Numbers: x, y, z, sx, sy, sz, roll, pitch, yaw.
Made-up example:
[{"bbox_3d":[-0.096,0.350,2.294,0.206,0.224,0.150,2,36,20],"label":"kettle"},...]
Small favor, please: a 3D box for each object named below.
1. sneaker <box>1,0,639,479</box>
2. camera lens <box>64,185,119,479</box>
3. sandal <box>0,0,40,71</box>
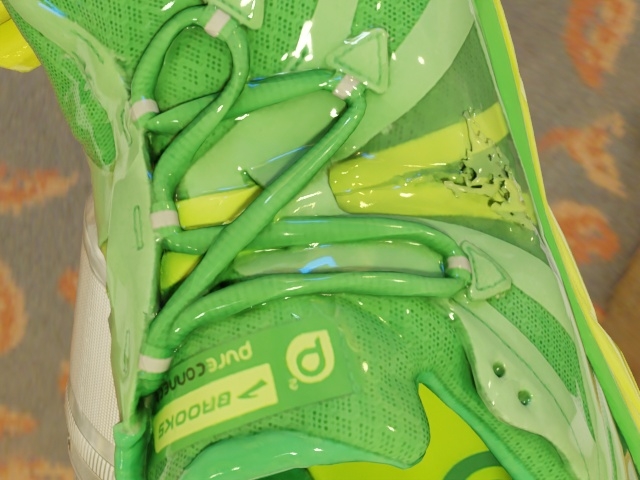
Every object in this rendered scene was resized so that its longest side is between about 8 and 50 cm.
[{"bbox_3d":[0.000,0.000,0.435,0.109,0.123,0.295,-26,100,23],"label":"sneaker"},{"bbox_3d":[-0.064,0.071,1.338,0.219,0.219,0.274,5,128,-8],"label":"camera lens"},{"bbox_3d":[-0.073,-0.126,0.642,0.126,0.317,0.138,-17,67,21],"label":"sandal"}]
